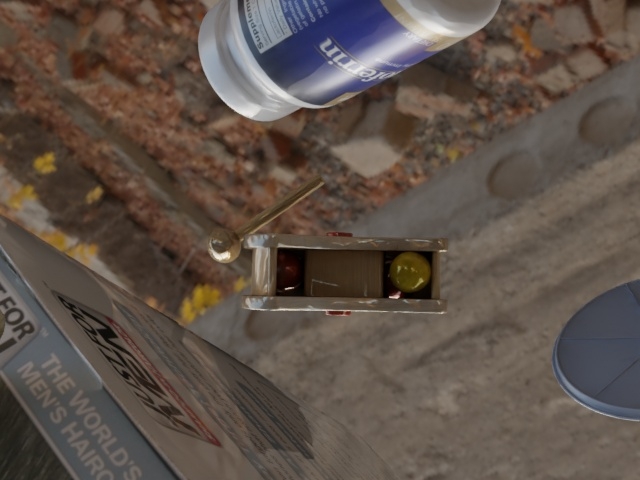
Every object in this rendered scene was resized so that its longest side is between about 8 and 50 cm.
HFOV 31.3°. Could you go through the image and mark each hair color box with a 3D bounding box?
[{"bbox_3d":[-0.035,0.142,0.523,0.185,0.113,0.374,43,180,35],"label":"hair color box"}]

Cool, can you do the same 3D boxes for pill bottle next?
[{"bbox_3d":[0.017,-0.206,1.003,0.153,0.153,0.265,41,142,-24],"label":"pill bottle"}]

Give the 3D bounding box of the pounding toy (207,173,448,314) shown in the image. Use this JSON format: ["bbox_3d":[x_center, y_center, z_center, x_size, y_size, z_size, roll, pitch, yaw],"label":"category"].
[{"bbox_3d":[0.000,0.000,1.198,0.270,0.154,0.154,1,177,10],"label":"pounding toy"}]

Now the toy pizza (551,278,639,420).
[{"bbox_3d":[0.310,0.099,1.027,0.201,0.201,0.032,6,129,40],"label":"toy pizza"}]

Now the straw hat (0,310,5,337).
[{"bbox_3d":[-0.157,0.058,0.311,0.144,0.061,0.144,-9,159,-4],"label":"straw hat"}]
